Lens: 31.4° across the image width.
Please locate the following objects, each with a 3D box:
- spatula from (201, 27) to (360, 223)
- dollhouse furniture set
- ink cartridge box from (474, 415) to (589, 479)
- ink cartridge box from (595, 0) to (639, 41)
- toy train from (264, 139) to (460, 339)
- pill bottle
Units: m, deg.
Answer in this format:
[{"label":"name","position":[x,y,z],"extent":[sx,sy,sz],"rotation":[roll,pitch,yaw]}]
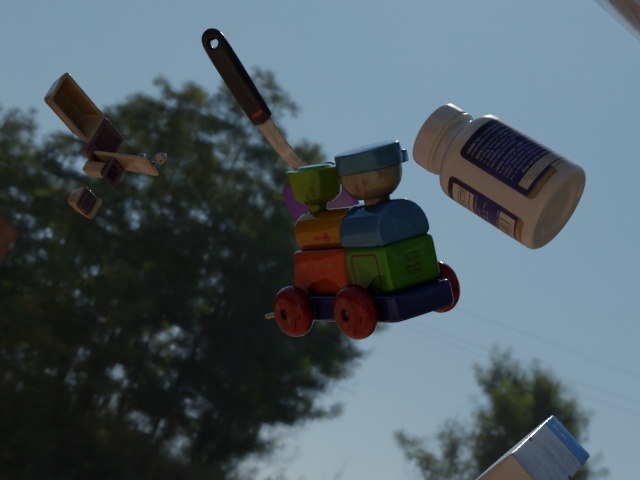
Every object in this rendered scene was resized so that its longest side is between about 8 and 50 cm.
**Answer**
[{"label":"spatula","position":[-0.052,-0.124,1.349],"extent":[0.296,0.084,0.030],"rotation":[56,18,-9]},{"label":"dollhouse furniture set","position":[-0.196,-0.083,1.008],"extent":[0.081,0.091,0.114],"rotation":[11,-27,32]},{"label":"ink cartridge box","position":[0.190,0.247,1.133],"extent":[0.060,0.104,0.180],"rotation":[50,25,13]},{"label":"ink cartridge box","position":[0.442,-0.317,1.318],"extent":[0.119,0.207,0.353],"rotation":[48,12,-33]},{"label":"toy train","position":[0.000,0.000,0.953],"extent":[0.105,0.143,0.248],"rotation":[-14,6,-34]},{"label":"pill bottle","position":[0.205,-0.082,1.341],"extent":[0.186,0.112,0.112],"rotation":[36,-10,27]}]
